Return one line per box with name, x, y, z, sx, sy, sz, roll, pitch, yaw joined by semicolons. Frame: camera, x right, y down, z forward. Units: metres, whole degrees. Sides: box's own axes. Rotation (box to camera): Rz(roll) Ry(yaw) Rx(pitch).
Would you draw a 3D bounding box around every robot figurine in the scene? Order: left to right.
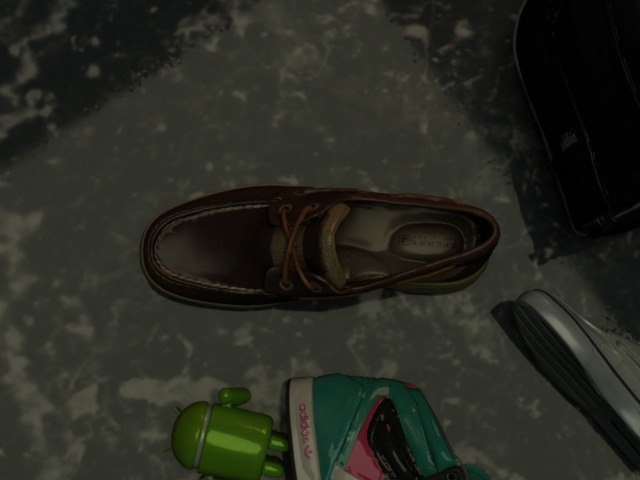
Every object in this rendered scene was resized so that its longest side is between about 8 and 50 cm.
robot figurine;-0.087;0.188;1.127;0.115;0.067;0.101;13;93;-2

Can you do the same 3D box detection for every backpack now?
backpack;0.301;-0.155;1.134;0.191;0.225;0.254;-16;78;-29

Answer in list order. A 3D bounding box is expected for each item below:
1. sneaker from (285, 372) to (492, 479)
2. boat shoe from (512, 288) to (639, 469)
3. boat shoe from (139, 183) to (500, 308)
sneaker;0.075;0.260;1.107;0.178;0.124;0.296;-9;81;4
boat shoe;0.278;0.125;1.168;0.076;0.083;0.226;-42;98;-21
boat shoe;0.000;0.000;1.134;0.341;0.123;0.123;2;81;-4
